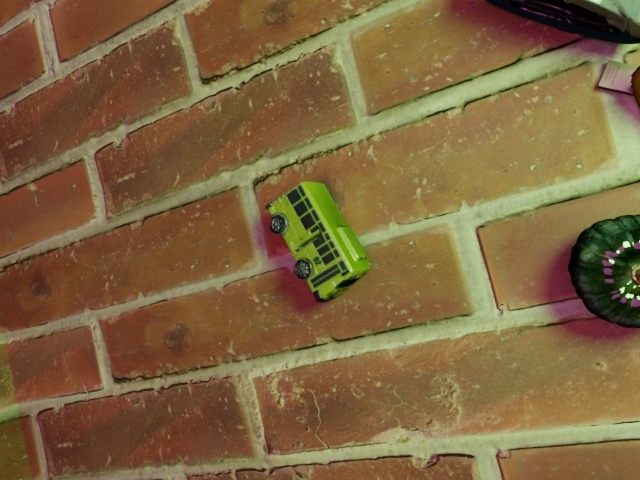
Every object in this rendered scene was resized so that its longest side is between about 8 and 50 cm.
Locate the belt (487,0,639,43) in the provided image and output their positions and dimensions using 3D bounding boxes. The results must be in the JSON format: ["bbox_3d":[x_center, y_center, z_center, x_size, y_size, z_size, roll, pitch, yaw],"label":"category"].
[{"bbox_3d":[0.453,-0.477,1.004,0.347,0.212,0.117,31,103,25],"label":"belt"}]

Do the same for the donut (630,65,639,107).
[{"bbox_3d":[0.649,-0.236,0.966,0.085,0.141,0.217,-37,85,12],"label":"donut"}]

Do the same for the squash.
[{"bbox_3d":[0.566,0.056,0.992,0.218,0.172,0.218,13,117,27],"label":"squash"}]

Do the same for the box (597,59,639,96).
[{"bbox_3d":[0.587,-0.311,1.050,0.083,0.024,0.053,23,102,21],"label":"box"}]

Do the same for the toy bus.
[{"bbox_3d":[0.000,0.000,1.281,0.150,0.128,0.261,-34,77,22],"label":"toy bus"}]
